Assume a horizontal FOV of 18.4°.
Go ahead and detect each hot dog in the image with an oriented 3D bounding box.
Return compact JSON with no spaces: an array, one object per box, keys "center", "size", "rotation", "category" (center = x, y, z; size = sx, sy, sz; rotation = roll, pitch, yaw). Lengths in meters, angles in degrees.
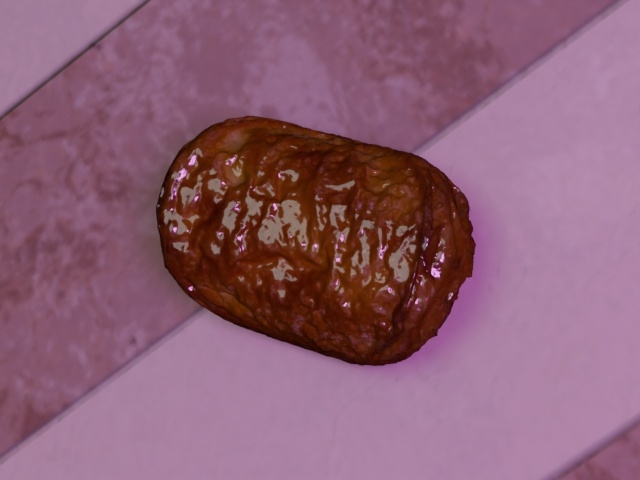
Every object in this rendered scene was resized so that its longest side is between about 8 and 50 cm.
[{"center":[0.000,-0.002,0.868],"size":[0.147,0.065,0.099],"rotation":[14,80,22],"category":"hot dog"}]
